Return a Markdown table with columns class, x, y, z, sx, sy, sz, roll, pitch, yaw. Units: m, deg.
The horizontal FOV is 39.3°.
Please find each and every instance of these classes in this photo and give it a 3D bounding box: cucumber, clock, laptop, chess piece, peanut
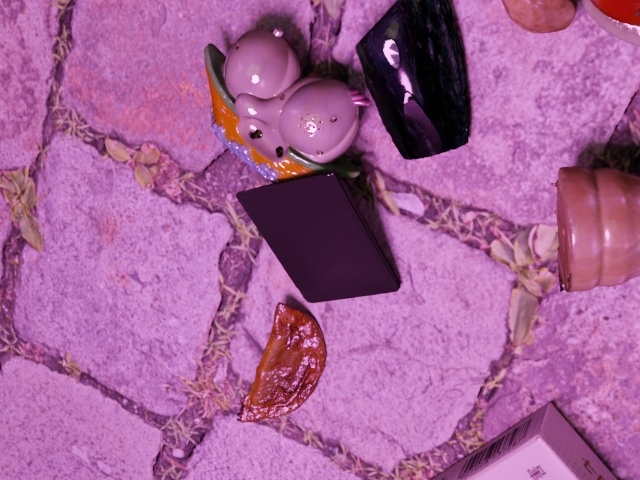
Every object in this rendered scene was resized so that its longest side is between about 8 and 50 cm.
| class | x | y | z | sx | sy | sz | roll | pitch | yaw |
| --- | --- | --- | --- | --- | --- | --- | --- | --- | --- |
| cucumber | 0.097 | -0.183 | 0.977 | 0.115 | 0.086 | 0.193 | -11 | 109 | 23 |
| clock | -0.042 | -0.152 | 1.027 | 0.231 | 0.103 | 0.144 | 37 | 116 | 5 |
| laptop | 0.000 | 0.000 | 1.062 | 0.135 | 0.016 | 0.197 | -10 | 130 | 27 |
| chess piece | 0.390 | -0.017 | 0.896 | 0.300 | 0.137 | 0.137 | -2 | 107 | 10 |
| peanut | 0.185 | -0.286 | 0.900 | 0.089 | 0.089 | 0.193 | -41 | 89 | 28 |

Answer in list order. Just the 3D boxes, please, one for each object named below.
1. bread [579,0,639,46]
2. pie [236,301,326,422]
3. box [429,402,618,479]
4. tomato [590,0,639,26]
| class | x | y | z | sx | sy | sz | roll | pitch | yaw |
| --- | --- | --- | --- | --- | --- | --- | --- | --- | --- |
| bread | 0.300 | -0.298 | 0.874 | 0.112 | 0.036 | 0.193 | 24 | 114 | 15 |
| pie | -0.044 | 0.170 | 1.175 | 0.088 | 0.033 | 0.191 | 21 | 113 | -2 |
| box | 0.216 | 0.376 | 1.100 | 0.330 | 0.095 | 0.210 | -42 | 88 | 27 |
| tomato | 0.336 | -0.293 | 0.789 | 0.227 | 0.101 | 0.228 | -1 | 115 | -2 |
